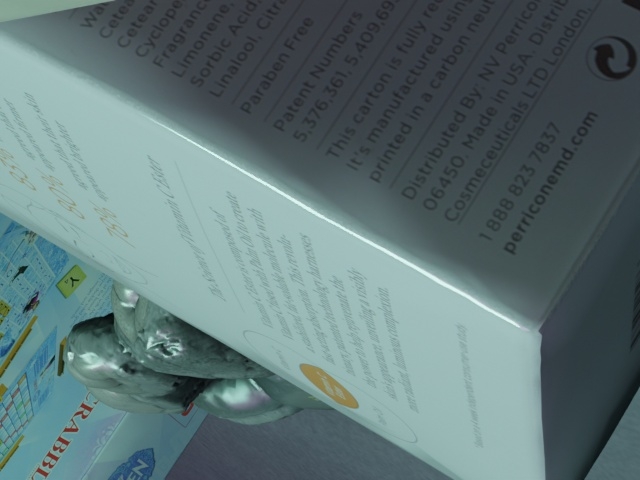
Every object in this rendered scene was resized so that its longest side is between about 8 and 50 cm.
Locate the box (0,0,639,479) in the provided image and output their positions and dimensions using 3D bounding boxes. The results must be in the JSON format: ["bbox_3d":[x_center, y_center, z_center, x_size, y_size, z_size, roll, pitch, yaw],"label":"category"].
[{"bbox_3d":[-0.032,-0.079,0.568,0.345,0.168,0.215,29,164,18],"label":"box"}]

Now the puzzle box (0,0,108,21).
[{"bbox_3d":[-0.035,-0.092,0.164,0.409,0.052,0.272,-3,171,40],"label":"puzzle box"}]

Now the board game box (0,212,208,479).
[{"bbox_3d":[-0.218,0.106,1.232,0.318,0.319,0.066,19,160,47],"label":"board game box"}]

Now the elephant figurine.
[{"bbox_3d":[-0.031,-0.047,0.745,0.186,0.239,0.169,13,159,-29],"label":"elephant figurine"}]
